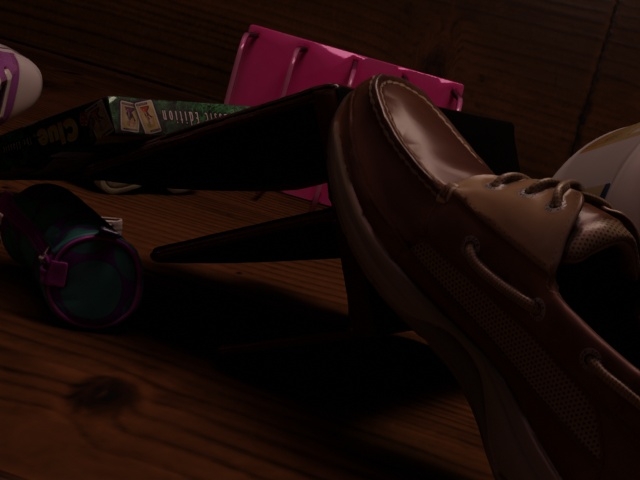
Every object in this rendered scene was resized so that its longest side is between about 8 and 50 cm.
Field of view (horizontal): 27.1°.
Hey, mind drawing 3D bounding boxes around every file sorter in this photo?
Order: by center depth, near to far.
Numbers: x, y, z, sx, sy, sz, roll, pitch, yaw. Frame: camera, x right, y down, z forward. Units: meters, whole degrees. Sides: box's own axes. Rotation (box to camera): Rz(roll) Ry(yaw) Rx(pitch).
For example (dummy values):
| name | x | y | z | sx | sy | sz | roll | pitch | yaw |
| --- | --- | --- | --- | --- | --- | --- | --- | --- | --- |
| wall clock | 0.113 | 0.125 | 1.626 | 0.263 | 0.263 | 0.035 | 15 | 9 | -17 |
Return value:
| name | x | y | z | sx | sy | sz | roll | pitch | yaw |
| --- | --- | --- | --- | --- | --- | --- | --- | --- | --- |
| file sorter | 0.018 | -0.134 | 1.666 | 0.290 | 0.202 | 0.182 | 16 | 10 | 0 |

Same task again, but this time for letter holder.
| name | x | y | z | sx | sy | sz | roll | pitch | yaw |
| --- | --- | --- | --- | --- | --- | --- | --- | --- | --- |
| letter holder | 0.000 | 0.000 | 0.946 | 0.214 | 0.152 | 0.302 | -12 | -6 | 28 |

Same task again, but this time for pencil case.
| name | x | y | z | sx | sy | sz | roll | pitch | yaw |
| --- | --- | --- | --- | --- | --- | --- | --- | --- | --- |
| pencil case | -0.168 | 0.007 | 0.879 | 0.070 | 0.064 | 0.151 | 27 | 2 | -29 |

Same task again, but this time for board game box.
| name | x | y | z | sx | sy | sz | roll | pitch | yaw |
| --- | --- | --- | --- | --- | --- | --- | --- | --- | --- |
| board game box | -0.104 | -0.069 | 0.956 | 0.136 | 0.030 | 0.259 | -17 | -8 | 36 |

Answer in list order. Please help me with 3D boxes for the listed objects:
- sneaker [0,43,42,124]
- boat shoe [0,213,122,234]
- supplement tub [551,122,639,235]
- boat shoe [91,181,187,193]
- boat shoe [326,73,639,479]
| name | x | y | z | sx | sy | sz | roll | pitch | yaw |
| --- | --- | --- | --- | --- | --- | --- | --- | --- | --- |
| sneaker | -0.363 | -0.133 | 1.345 | 0.161 | 0.102 | 0.282 | 25 | 23 | 31 |
| boat shoe | -0.206 | -0.017 | 1.057 | 0.100 | 0.035 | 0.035 | 14 | 9 | -14 |
| supplement tub | 0.285 | 0.015 | 1.017 | 0.228 | 0.228 | 0.316 | 15 | -2 | -4 |
| boat shoe | -0.193 | -0.098 | 1.443 | 0.079 | 0.084 | 0.233 | 20 | 13 | 25 |
| boat shoe | 0.115 | 0.022 | 0.685 | 0.123 | 0.116 | 0.324 | 5 | 44 | -47 |
